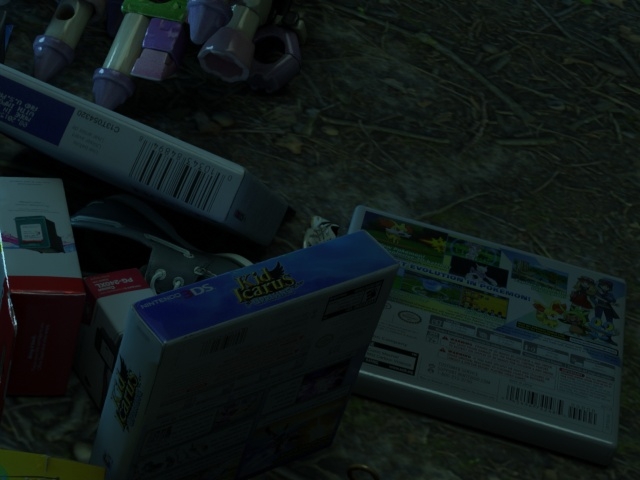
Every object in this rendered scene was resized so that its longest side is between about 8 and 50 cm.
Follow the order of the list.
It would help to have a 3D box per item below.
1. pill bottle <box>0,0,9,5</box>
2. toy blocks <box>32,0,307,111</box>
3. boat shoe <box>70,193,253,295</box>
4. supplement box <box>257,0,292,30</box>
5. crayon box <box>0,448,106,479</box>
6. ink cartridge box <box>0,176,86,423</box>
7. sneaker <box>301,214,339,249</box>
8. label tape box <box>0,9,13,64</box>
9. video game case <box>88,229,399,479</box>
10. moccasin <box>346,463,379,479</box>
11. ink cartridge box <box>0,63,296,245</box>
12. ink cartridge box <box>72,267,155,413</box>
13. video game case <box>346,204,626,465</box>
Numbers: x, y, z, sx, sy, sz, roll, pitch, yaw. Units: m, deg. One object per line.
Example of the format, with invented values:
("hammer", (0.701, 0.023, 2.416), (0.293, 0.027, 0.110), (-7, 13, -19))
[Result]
("pill bottle", (-0.489, -0.356, 2.143), (0.221, 0.121, 0.121), (11, 34, 16))
("toy blocks", (-0.201, -0.247, 2.105), (0.288, 0.309, 0.260), (13, 67, 16))
("boat shoe", (-0.154, 0.053, 1.760), (0.099, 0.116, 0.319), (-15, 38, -44))
("supplement box", (-0.099, -0.353, 2.223), (0.130, 0.239, 0.073), (18, 69, 2))
("crayon box", (-0.346, 0.261, 1.441), (0.318, 0.081, 0.202), (9, 37, -8))
("ink cartridge box", (-0.284, 0.058, 1.690), (0.078, 0.134, 0.231), (2, 39, -19))
("sneaker", (0.000, 0.000, 1.960), (0.037, 0.032, 0.083), (18, 36, 4))
("label tape box", (-0.503, -0.223, 2.003), (0.249, 0.115, 0.347), (12, 37, -6))
("video game case", (-0.075, 0.127, 1.581), (0.269, 0.244, 0.061), (-17, 49, -37))
("moccasin", (0.011, 0.270, 1.532), (0.380, 0.139, 0.147), (-8, 50, -16))
("ink cartridge box", (-0.204, -0.086, 1.882), (0.324, 0.071, 0.330), (23, -4, 11))
("ink cartridge box", (-0.180, 0.117, 1.669), (0.063, 0.109, 0.150), (-9, 42, -31))
("video game case", (0.170, 0.096, 1.895), (0.329, 0.036, 0.300), (16, 36, 1))
